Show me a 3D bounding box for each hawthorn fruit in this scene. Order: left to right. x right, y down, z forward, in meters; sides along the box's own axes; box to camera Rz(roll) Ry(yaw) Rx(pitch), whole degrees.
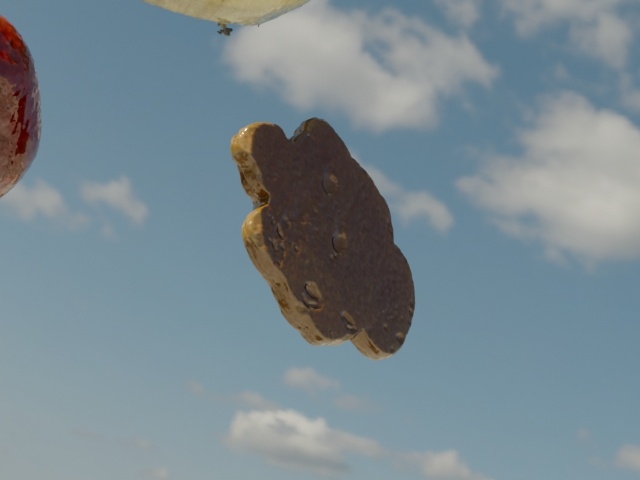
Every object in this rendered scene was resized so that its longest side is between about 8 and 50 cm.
[{"bbox_3d":[-0.388,-0.139,1.110,0.266,0.210,0.230,25,-26,49],"label":"hawthorn fruit"}]

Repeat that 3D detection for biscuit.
[{"bbox_3d":[0.000,0.000,1.193,0.041,0.208,0.290,-16,-56,36],"label":"biscuit"}]

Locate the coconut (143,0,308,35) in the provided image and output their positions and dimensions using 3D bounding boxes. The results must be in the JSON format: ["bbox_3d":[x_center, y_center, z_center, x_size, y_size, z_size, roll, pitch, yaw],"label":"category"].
[{"bbox_3d":[-0.123,-0.457,1.286,0.404,0.405,0.404,14,-17,5],"label":"coconut"}]
